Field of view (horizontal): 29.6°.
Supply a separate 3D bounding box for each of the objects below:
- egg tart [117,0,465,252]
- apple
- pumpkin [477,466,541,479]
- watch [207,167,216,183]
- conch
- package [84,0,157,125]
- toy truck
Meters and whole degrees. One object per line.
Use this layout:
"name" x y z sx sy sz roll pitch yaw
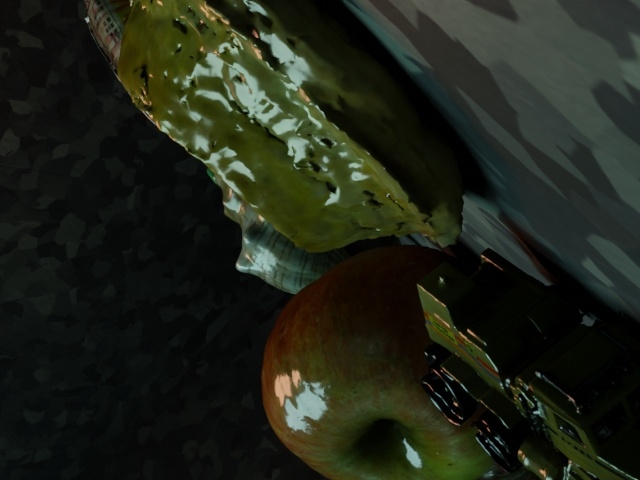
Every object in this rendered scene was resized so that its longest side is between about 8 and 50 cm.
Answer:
"egg tart" -0.035 -0.093 0.857 0.341 0.129 0.341 42 179 1
"apple" 0.083 0.130 1.311 0.309 0.277 0.250 69 -159 -49
"pumpkin" 0.278 0.260 1.700 0.219 0.162 0.219 45 -154 -29
"watch" -0.122 -0.162 1.946 0.165 0.131 0.152 39 -158 -58
"conch" -0.008 0.002 1.621 0.386 0.203 0.169 47 149 -12
"package" -0.188 -0.212 1.408 0.288 0.108 0.223 63 -176 10
"toy truck" 0.174 0.104 0.826 0.257 0.127 0.127 42 163 45
